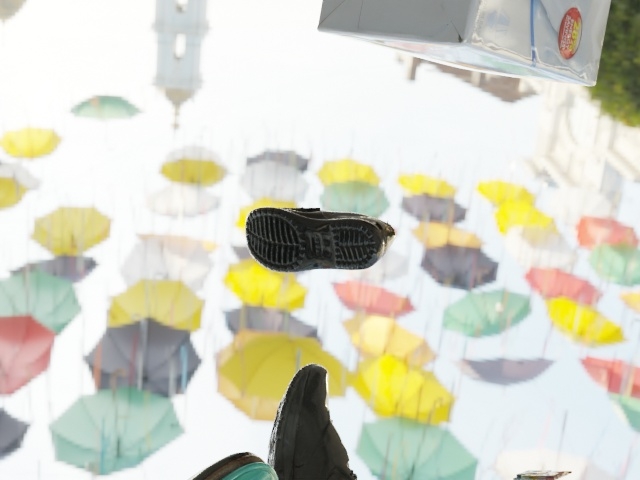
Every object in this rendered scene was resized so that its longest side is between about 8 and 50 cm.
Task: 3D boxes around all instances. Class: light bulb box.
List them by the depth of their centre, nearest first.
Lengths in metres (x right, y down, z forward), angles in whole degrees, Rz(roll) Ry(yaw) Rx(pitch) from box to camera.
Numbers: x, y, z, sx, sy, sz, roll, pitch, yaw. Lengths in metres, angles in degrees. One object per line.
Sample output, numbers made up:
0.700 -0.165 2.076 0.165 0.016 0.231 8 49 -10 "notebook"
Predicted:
0.214 -0.400 1.418 0.225 0.358 0.361 16 -171 37 "light bulb box"

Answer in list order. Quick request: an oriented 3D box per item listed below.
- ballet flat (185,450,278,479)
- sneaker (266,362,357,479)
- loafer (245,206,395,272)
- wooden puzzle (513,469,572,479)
-0.132 0.255 0.762 0.096 0.095 0.280 2 -135 35 "ballet flat"
-0.008 0.292 1.428 0.130 0.109 0.286 11 -124 -3 "sneaker"
0.000 0.000 1.381 0.220 0.080 0.078 9 -167 38 "loafer"
0.254 0.270 1.291 0.049 0.006 0.083 -7 174 30 "wooden puzzle"
